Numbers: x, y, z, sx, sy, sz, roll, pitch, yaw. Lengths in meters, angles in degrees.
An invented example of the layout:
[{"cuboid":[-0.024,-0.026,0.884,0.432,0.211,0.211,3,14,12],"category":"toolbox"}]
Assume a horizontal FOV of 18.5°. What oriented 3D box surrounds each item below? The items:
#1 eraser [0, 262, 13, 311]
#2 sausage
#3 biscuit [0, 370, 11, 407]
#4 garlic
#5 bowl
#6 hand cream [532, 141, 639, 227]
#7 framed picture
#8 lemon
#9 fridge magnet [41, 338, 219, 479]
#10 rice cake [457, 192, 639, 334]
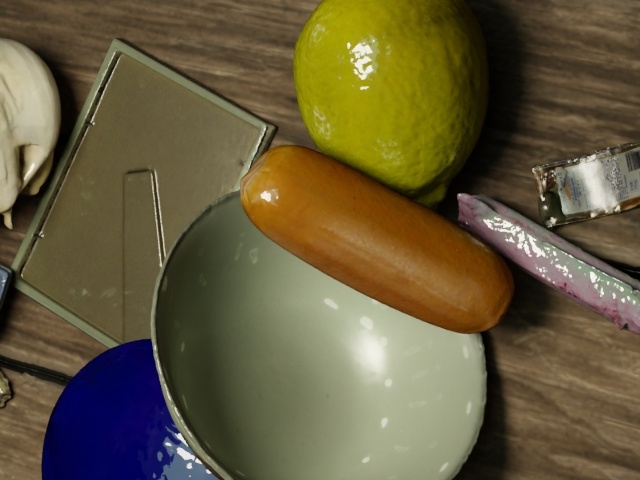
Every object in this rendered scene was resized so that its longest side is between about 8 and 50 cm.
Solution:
[{"cuboid":[-0.418,0.035,2.124,0.225,0.036,0.082,23,99,30],"category":"eraser"},{"cuboid":[0.052,0.001,1.782,0.274,0.105,0.105,27,103,-14],"category":"sausage"},{"cuboid":[-0.452,0.171,2.151,0.250,0.032,0.133,-33,75,22],"category":"biscuit"},{"cuboid":[-0.386,-0.086,2.027,0.281,0.185,0.203,-36,73,2],"category":"garlic"},{"cuboid":[-0.025,0.125,1.839,0.157,0.337,0.337,-44,67,55],"category":"bowl"},{"cuboid":[0.275,-0.058,1.805,0.163,0.039,0.062,-14,84,31],"category":"hand cream"},{"cuboid":[-0.190,-0.036,2.037,0.211,0.020,0.289,30,101,24],"category":"framed picture"},{"cuboid":[0.067,-0.142,1.825,0.184,0.184,0.248,1,108,26],"category":"lemon"},{"cuboid":[-0.160,0.230,1.962,0.265,0.112,0.265,-1,87,26],"category":"fridge magnet"},{"cuboid":[0.241,0.035,1.792,0.290,0.081,0.051,30,87,24],"category":"rice cake"}]
